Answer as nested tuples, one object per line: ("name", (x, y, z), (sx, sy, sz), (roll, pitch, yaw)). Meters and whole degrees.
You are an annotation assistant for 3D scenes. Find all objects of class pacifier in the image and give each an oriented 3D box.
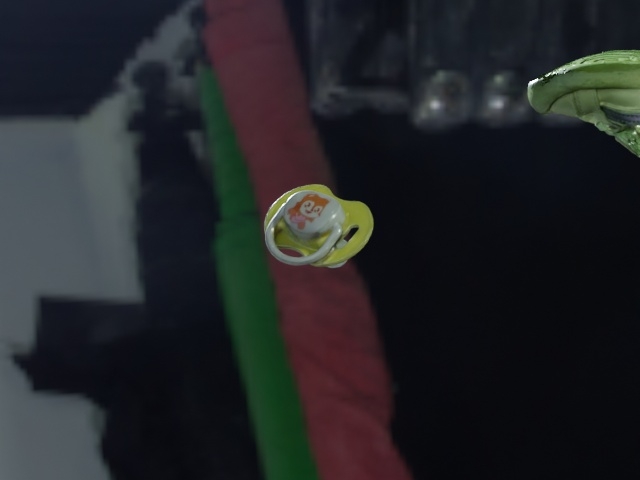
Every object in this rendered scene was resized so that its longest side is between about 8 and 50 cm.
("pacifier", (0.000, 0.000, 1.291), (0.083, 0.068, 0.064), (24, -23, 36))

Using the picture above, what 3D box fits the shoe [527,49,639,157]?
("shoe", (0.353, -0.151, 2.027), (0.140, 0.262, 0.128), (1, 85, -71))
